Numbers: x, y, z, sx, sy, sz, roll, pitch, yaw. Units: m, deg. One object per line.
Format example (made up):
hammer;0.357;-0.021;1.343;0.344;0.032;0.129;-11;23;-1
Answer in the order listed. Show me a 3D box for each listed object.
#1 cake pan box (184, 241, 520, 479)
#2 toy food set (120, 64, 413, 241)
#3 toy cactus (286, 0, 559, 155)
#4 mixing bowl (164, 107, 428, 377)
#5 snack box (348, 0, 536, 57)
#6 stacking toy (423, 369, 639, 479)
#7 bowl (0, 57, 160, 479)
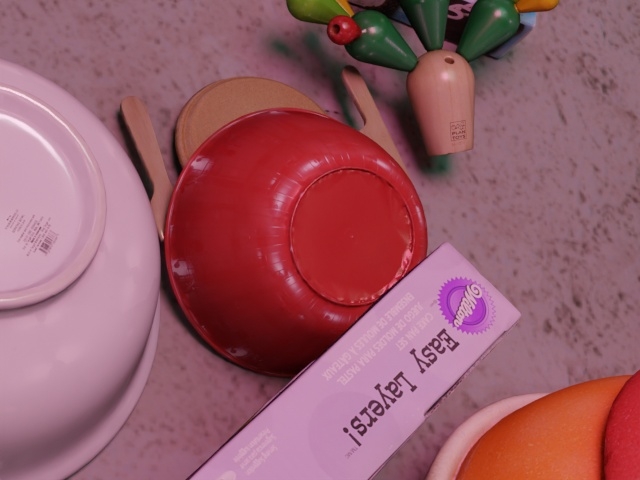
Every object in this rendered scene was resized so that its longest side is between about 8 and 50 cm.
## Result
cake pan box;-0.031;0.135;0.885;0.070;0.246;0.267;48;55;1
toy food set;-0.042;-0.056;1.108;0.192;0.038;0.132;-10;63;-25
toy cactus;0.088;-0.153;1.139;0.219;0.112;0.180;-13;97;-33
mixing bowl;0.000;0.000;1.023;0.181;0.098;0.181;1;88;-24
snack box;0.021;-0.281;1.232;0.322;0.060;0.187;18;60;-18
stacking toy;0.306;0.136;0.891;0.350;0.480;0.350;22;43;-22
bowl;-0.213;-0.002;0.929;0.298;0.134;0.298;11;61;-21
